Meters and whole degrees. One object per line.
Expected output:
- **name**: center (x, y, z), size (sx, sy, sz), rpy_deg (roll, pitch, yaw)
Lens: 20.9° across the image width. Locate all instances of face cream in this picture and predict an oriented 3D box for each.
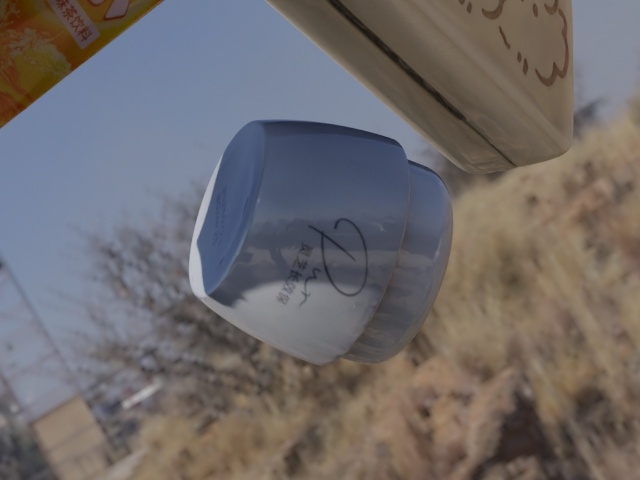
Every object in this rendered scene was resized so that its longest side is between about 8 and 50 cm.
- **face cream**: center (0.000, 0.000, 0.846), size (0.104, 0.117, 0.117), rpy_deg (18, -27, -20)

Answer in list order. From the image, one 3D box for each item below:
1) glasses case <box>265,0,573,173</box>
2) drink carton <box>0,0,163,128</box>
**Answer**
- **glasses case**: center (0.049, -0.165, 1.020), size (0.076, 0.144, 0.336), rpy_deg (-10, -26, 30)
- **drink carton**: center (-0.139, -0.121, 0.768), size (0.223, 0.071, 0.096), rpy_deg (-40, -32, -16)
